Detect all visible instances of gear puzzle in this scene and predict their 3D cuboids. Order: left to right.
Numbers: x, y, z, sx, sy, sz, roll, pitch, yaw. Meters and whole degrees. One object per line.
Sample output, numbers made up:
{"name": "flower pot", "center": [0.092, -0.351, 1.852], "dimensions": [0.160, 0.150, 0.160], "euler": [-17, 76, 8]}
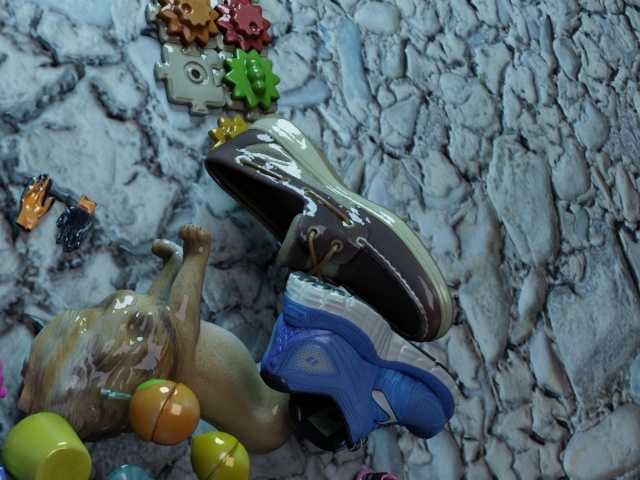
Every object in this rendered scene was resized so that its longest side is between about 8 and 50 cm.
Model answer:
{"name": "gear puzzle", "center": [-0.124, -0.236, 1.384], "dimensions": [0.176, 0.044, 0.338], "euler": [2, 70, -36]}

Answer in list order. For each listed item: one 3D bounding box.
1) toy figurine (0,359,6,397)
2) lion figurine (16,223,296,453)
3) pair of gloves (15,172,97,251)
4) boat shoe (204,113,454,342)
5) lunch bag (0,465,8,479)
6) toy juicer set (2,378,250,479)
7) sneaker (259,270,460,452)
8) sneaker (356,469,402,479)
{"name": "toy figurine", "center": [-0.370, 0.117, 1.023], "dimensions": [0.173, 0.130, 0.159], "euler": [-39, 107, -18]}
{"name": "lion figurine", "center": [-0.115, 0.141, 1.175], "dimensions": [0.392, 0.142, 0.240], "euler": [28, 64, -30]}
{"name": "pair of gloves", "center": [-0.286, -0.030, 1.199], "dimensions": [0.083, 0.010, 0.074], "euler": [33, 53, -25]}
{"name": "boat shoe", "center": [0.000, 0.000, 1.247], "dimensions": [0.123, 0.123, 0.342], "euler": [-30, 68, -34]}
{"name": "lunch bag", "center": [-0.333, 0.308, 0.915], "dimensions": [0.243, 0.115, 0.303], "euler": [-23, 88, -19]}
{"name": "toy juicer set", "center": [-0.159, 0.276, 1.073], "dimensions": [0.209, 0.089, 0.329], "euler": [-29, 116, -28]}
{"name": "sneaker", "center": [0.034, 0.157, 1.200], "dimensions": [0.330, 0.130, 0.147], "euler": [39, 79, -48]}
{"name": "sneaker", "center": [0.099, 0.307, 1.315], "dimensions": [0.119, 0.057, 0.047], "euler": [33, 53, -23]}
